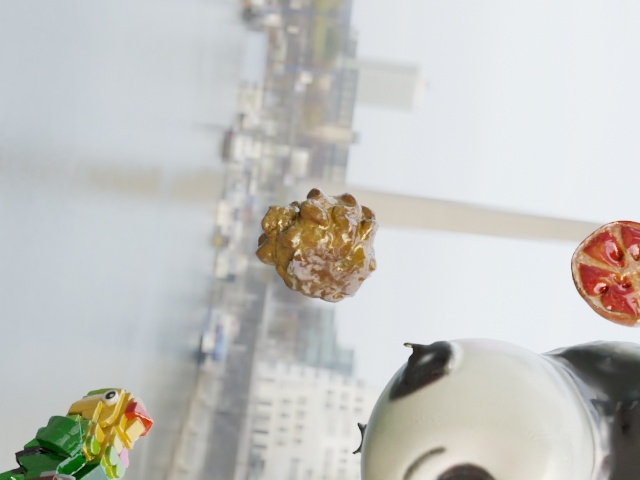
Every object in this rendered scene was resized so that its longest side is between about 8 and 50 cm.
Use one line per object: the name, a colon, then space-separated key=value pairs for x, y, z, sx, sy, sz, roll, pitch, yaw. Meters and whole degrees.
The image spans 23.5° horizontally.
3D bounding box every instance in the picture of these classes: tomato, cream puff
tomato: x=0.409 y=0.052 z=2.056 sx=0.069 sy=0.155 sz=0.155 roll=82 pitch=12 yaw=-60
cream puff: x=0.000 y=0.000 z=1.460 sx=0.116 sy=0.122 sz=0.094 roll=53 pitch=15 yaw=-34

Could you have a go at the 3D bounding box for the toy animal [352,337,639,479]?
toy animal: x=0.189 y=0.194 z=1.339 sx=0.251 sy=0.310 sz=0.251 roll=-166 pitch=-90 yaw=-81

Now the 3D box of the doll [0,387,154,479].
doll: x=-0.274 y=0.240 z=1.730 sx=0.186 sy=0.134 sz=0.106 roll=-46 pitch=128 yaw=-34
